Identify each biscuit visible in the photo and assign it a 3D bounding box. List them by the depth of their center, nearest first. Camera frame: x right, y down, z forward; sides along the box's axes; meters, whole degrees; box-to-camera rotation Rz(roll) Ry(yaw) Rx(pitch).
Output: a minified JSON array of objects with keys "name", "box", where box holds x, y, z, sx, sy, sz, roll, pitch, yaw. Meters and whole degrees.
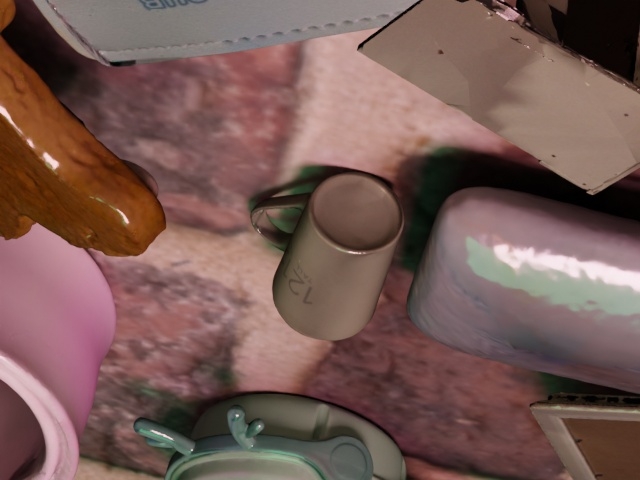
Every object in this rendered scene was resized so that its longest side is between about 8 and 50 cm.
[{"name":"biscuit","box":[-0.182,-0.102,0.843,0.197,0.049,0.301,8,146,45]}]

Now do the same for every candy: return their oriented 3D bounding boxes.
[{"name":"candy","box":[0.133,0.029,0.957,0.174,0.071,0.138,12,158,0]}]

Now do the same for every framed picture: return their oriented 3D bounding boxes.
[{"name":"framed picture","box":[0.245,0.135,1.110,0.217,0.017,0.274,1,157,17]}]

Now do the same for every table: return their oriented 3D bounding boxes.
[{"name":"table","box":[0.110,-0.093,0.689,0.175,0.146,0.062,28,144,-24]}]

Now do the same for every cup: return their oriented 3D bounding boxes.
[{"name":"cup","box":[0.005,-0.001,0.992,0.054,0.075,0.083,-18,154,-22]}]

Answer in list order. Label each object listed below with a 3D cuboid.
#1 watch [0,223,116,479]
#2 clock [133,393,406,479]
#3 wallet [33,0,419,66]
[{"name":"watch","box":[-0.214,0.092,1.098,0.217,0.211,0.248,-21,128,31]},{"name":"clock","box":[-0.019,0.150,1.225,0.159,0.066,0.211,-10,142,33]},{"name":"wallet","box":[-0.061,-0.164,0.713,0.176,0.075,0.250,-8,145,21]}]
